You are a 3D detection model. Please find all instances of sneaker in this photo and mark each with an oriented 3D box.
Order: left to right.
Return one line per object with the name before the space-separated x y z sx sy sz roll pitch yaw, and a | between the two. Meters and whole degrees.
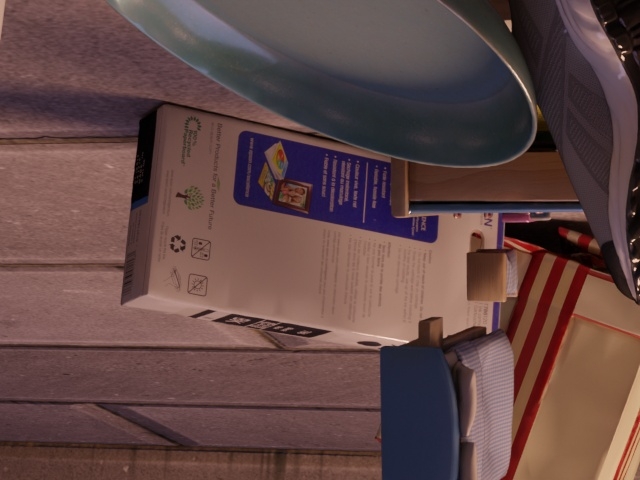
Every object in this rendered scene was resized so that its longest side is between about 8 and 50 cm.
sneaker | 0.174 -0.089 1.148 0.100 0.272 0.108 -30 -155 -31

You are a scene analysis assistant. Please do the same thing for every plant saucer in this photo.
plant saucer | -0.010 -0.141 1.150 0.317 0.044 0.317 24 164 7

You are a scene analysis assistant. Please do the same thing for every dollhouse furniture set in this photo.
dollhouse furniture set | 0.182 0.083 1.476 0.198 0.303 0.286 1 -177 20

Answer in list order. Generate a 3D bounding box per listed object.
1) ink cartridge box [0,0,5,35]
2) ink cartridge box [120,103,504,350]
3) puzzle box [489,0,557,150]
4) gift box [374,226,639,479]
ink cartridge box | -0.359 -0.109 1.177 0.306 0.226 0.131 -1 165 20
ink cartridge box | 0.000 0.000 1.623 0.332 0.165 0.065 12 164 -24
puzzle box | 0.237 -0.127 1.293 0.408 0.052 0.272 0 165 17
gift box | 0.198 0.120 1.883 0.276 0.258 0.255 21 172 14
